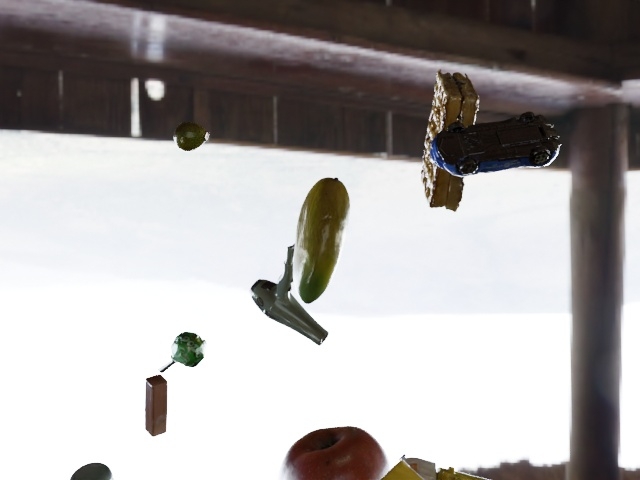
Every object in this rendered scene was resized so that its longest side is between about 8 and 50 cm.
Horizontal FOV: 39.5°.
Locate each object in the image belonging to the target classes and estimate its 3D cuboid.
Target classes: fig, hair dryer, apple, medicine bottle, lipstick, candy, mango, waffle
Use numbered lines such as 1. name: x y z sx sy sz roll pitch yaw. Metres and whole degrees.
1. fig: -0.312 -0.253 2.159 0.088 0.074 0.074 -2 179 21
2. hair dryer: -0.048 0.148 2.171 0.092 0.229 0.267 -42 178 -37
3. apple: 0.040 0.692 2.550 0.348 0.277 0.348 -15 -168 3
4. medicine bottle: -0.447 0.561 1.830 0.090 0.217 0.090 -6 -150 3
5. lipstick: -0.384 0.386 2.088 0.045 0.145 0.045 -16 -146 -37
6. candy: -0.394 0.320 2.414 0.097 0.097 0.323 0 160 -29
7. mango: 0.002 -0.004 1.683 0.091 0.238 0.137 10 159 -12
8. waffle: 0.320 -0.250 2.232 0.091 0.308 0.213 5 -152 -3

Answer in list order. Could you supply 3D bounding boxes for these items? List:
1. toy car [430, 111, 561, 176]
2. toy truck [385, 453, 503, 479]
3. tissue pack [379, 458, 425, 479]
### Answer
1. toy car: 0.291 -0.153 1.493 0.216 0.103 0.063 -9 142 -1
2. toy truck: 0.228 0.453 1.575 0.226 0.114 0.098 17 -140 -9
3. tissue pack: 0.151 0.570 1.306 0.382 0.293 0.228 40 -154 15
